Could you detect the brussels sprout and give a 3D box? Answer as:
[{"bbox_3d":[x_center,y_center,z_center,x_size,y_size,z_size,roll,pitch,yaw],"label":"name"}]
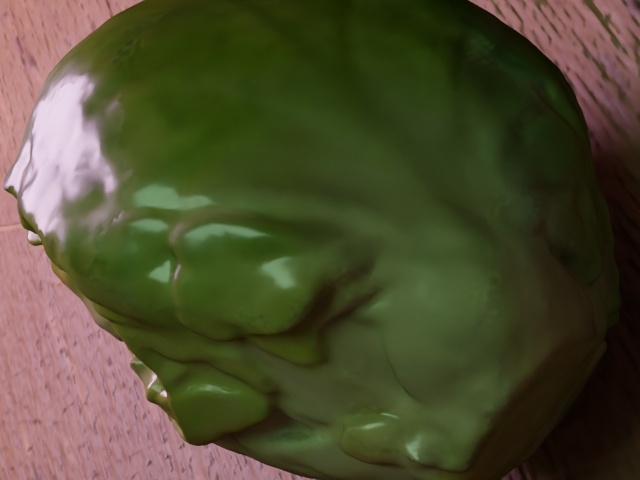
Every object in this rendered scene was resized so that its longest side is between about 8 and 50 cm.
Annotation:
[{"bbox_3d":[0.000,0.000,0.931,0.344,0.344,0.268,-119,29,-42],"label":"brussels sprout"}]
